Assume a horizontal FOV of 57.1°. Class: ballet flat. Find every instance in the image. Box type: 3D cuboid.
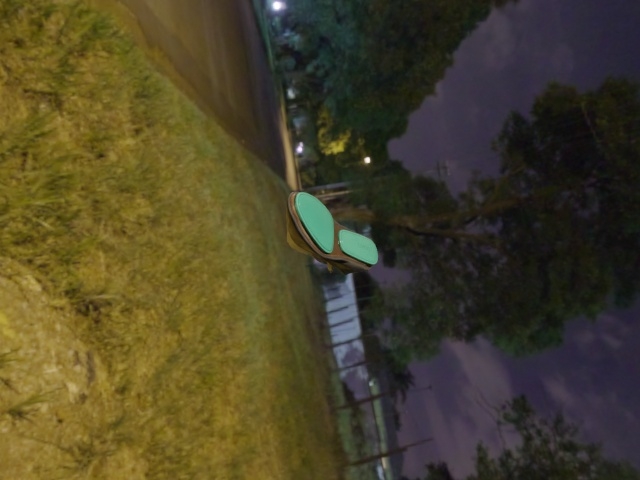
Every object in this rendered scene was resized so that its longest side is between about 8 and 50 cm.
[{"bbox_3d":[0.000,0.000,0.771,0.203,0.074,0.074,31,40,-49],"label":"ballet flat"}]
